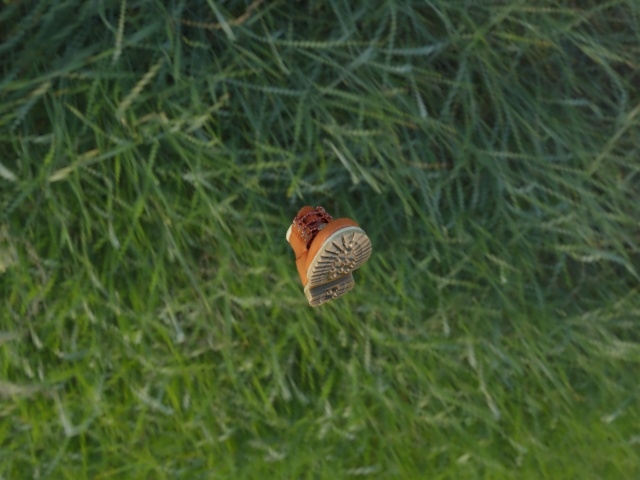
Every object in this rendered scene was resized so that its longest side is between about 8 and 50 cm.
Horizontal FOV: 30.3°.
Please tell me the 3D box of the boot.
[{"bbox_3d":[0.000,0.000,1.086,0.059,0.084,0.158,-18,165,-16],"label":"boot"}]
